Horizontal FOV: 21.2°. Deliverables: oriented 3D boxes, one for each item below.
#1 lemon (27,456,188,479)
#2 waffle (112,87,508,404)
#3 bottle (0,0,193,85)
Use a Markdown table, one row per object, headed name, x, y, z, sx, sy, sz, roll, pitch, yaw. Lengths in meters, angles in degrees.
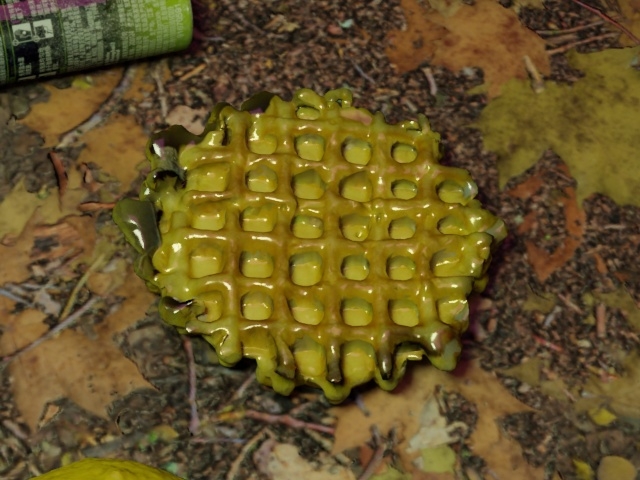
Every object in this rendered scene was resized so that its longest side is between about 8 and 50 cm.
| name | x | y | z | sx | sy | sz | roll | pitch | yaw |
| --- | --- | --- | --- | --- | --- | --- | --- | --- | --- |
| lemon | -0.151 | 0.245 | 1.145 | 0.231 | 0.192 | 0.192 | -34 | 65 | -19 |
| waffle | -0.009 | -0.006 | 1.420 | 0.329 | 0.062 | 0.329 | 3 | 55 | -4 |
| bottle | -0.280 | -0.181 | 1.490 | 0.330 | 0.093 | 0.093 | -13 | 57 | -16 |
